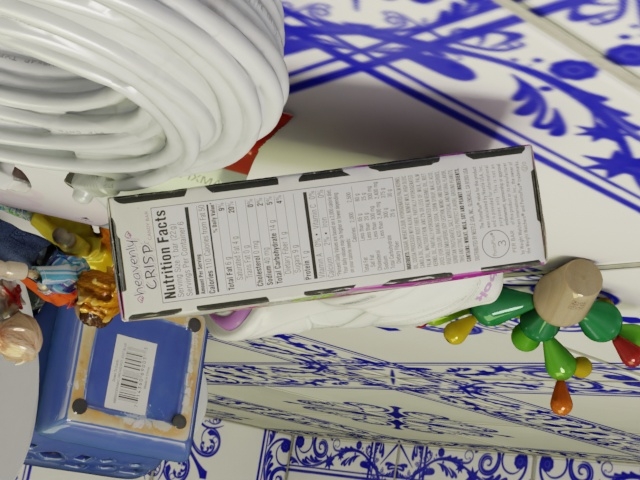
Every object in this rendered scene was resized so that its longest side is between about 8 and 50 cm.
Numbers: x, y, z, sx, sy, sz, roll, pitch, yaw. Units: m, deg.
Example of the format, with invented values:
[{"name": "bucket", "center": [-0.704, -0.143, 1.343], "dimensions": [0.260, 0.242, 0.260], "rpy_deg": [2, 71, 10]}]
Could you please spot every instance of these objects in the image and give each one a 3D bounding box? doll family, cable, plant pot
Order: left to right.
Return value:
[{"name": "cable", "center": [-0.138, -0.100, 0.493], "dimensions": [0.257, 0.089, 0.257], "rpy_deg": [-3, 162, 37]}, {"name": "doll family", "center": [-0.221, 0.012, 0.863], "dimensions": [0.163, 0.118, 0.263], "rpy_deg": [30, -172, 4]}, {"name": "plant pot", "center": [-0.278, 0.173, 1.386], "dimensions": [0.235, 0.236, 0.212], "rpy_deg": [19, 158, -31]}]

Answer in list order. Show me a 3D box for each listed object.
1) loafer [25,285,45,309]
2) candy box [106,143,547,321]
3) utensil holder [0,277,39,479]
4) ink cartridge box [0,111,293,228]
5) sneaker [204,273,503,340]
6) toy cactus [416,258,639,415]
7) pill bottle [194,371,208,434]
[{"name": "loafer", "center": [-0.403, 0.058, 1.368], "dimensions": [0.170, 0.062, 0.061], "rpy_deg": [11, 179, 32]}, {"name": "candy box", "center": [0.000, 0.000, 0.647], "dimensions": [0.233, 0.071, 0.159], "rpy_deg": [-7, 177, -4]}, {"name": "utensil holder", "center": [-0.497, 0.116, 0.969], "dimensions": [0.385, 0.328, 0.327], "rpy_deg": [-11, 162, 11]}, {"name": "ink cartridge box", "center": [-0.144, -0.056, 0.742], "dimensions": [0.189, 0.066, 0.232], "rpy_deg": [14, 169, -17]}, {"name": "sneaker", "center": [0.012, 0.039, 0.880], "dimensions": [0.152, 0.114, 0.305], "rpy_deg": [21, 162, -35]}, {"name": "toy cactus", "center": [0.196, 0.072, 0.958], "dimensions": [0.218, 0.112, 0.180], "rpy_deg": [18, 156, 0]}, {"name": "pill bottle", "center": [-0.331, 0.252, 1.725], "dimensions": [0.224, 0.224, 0.392], "rpy_deg": [15, 165, -23]}]
